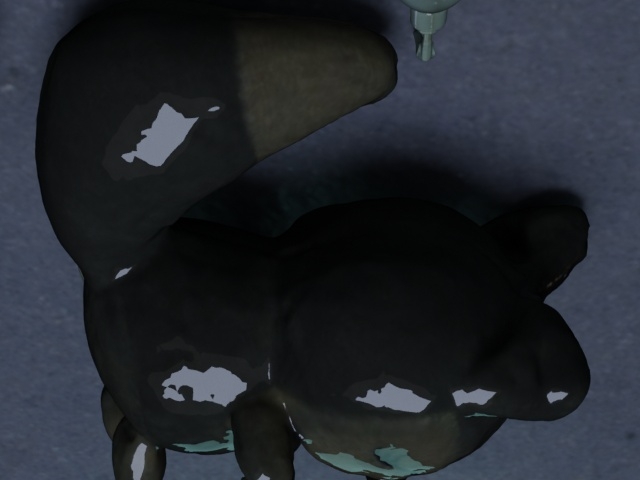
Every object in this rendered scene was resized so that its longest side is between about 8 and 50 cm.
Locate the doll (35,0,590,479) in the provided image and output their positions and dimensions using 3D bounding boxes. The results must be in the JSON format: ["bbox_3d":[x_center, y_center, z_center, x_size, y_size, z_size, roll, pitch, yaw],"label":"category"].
[{"bbox_3d":[0.001,0.020,1.327,0.382,0.252,0.378,-10,135,5],"label":"doll"}]

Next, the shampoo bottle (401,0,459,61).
[{"bbox_3d":[0.072,-0.190,1.234,0.056,0.056,0.195,2,135,3],"label":"shampoo bottle"}]
